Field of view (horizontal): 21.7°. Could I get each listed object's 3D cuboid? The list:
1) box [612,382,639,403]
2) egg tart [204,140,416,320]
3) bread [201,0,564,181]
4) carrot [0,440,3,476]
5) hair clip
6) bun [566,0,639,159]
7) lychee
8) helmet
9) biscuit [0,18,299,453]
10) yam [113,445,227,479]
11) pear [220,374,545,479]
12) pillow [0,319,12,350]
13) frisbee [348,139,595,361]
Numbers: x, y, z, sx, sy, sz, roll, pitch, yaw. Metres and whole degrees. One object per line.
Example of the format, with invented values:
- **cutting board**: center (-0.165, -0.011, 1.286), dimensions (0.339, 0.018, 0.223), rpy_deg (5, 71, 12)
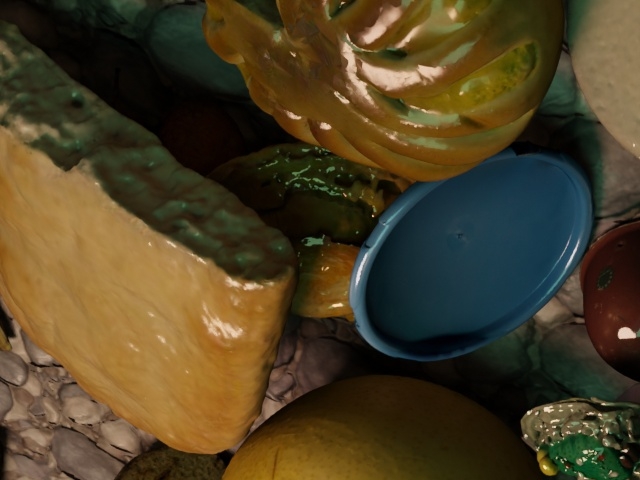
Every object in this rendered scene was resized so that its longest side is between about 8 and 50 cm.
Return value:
- **box**: center (0.400, 0.180, 1.505), dimensions (0.285, 0.044, 0.142), rpy_deg (12, 159, -2)
- **egg tart**: center (0.000, 0.000, 1.507), dimensions (0.241, 0.106, 0.241), rpy_deg (-1, 147, 0)
- **bread**: center (0.033, -0.176, 1.298), dimensions (0.333, 0.160, 0.333), rpy_deg (31, 143, 28)
- **carrot**: center (-0.421, 0.289, 1.993), dimensions (0.082, 0.082, 0.173), rpy_deg (22, 130, 5)
- **hair clip**: center (0.310, 0.232, 1.503), dimensions (0.321, 0.091, 0.138), rpy_deg (28, 153, -38)
- **bun**: center (0.330, -0.169, 1.230), dimensions (0.263, 0.175, 0.263), rpy_deg (-1, 89, 39)
- **lychee**: center (-0.131, -0.084, 1.540), dimensions (0.140, 0.114, 0.101), rpy_deg (11, 109, -9)
- **helmet**: center (0.307, 0.077, 1.483), dimensions (0.175, 0.106, 0.155), rpy_deg (34, 133, -12)
- **biscuit**: center (-0.217, 0.021, 1.574), dimensions (0.429, 0.104, 0.446), rpy_deg (39, 149, 15)
- **yam**: center (-0.183, 0.351, 1.901), dimensions (0.154, 0.154, 0.254), rpy_deg (19, 134, 8)
- **pear**: center (0.051, 0.298, 1.622), dimensions (0.348, 0.348, 0.348), rpy_deg (12, 131, 14)
- **pillow**: center (-0.444, 0.076, 1.854), dimensions (0.203, 0.038, 0.113), rpy_deg (3, 132, 22)
- **frisbee**: center (0.129, 0.006, 1.464), dimensions (0.242, 0.045, 0.242), rpy_deg (-16, 135, -17)
